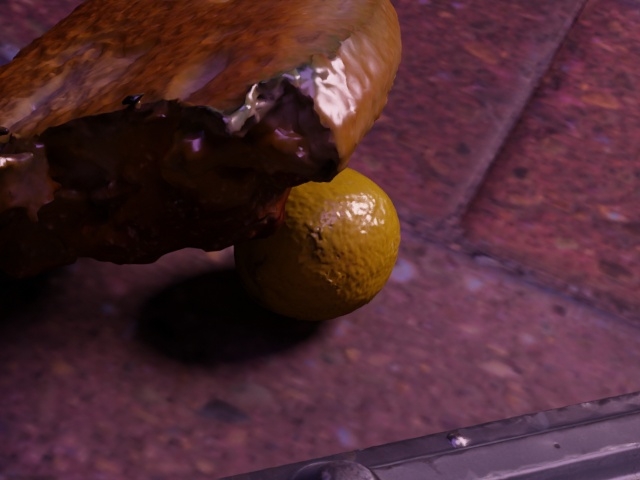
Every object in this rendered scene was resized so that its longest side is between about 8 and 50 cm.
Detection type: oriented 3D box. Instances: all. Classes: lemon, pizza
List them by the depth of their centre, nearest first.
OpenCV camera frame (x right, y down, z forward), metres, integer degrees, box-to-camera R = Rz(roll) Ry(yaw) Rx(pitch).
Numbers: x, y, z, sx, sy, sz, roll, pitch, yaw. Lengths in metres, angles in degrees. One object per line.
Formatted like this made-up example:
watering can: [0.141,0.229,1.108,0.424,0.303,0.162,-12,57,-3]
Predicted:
pizza: [-0.076,-0.037,0.748,0.229,0.081,0.289,-25,20,-7]
lemon: [0.000,0.000,0.774,0.062,0.062,0.083,37,38,24]

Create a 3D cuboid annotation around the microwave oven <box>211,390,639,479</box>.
microwave oven: [0.077,0.141,0.568,0.240,0.145,0.194,-9,48,-27]
